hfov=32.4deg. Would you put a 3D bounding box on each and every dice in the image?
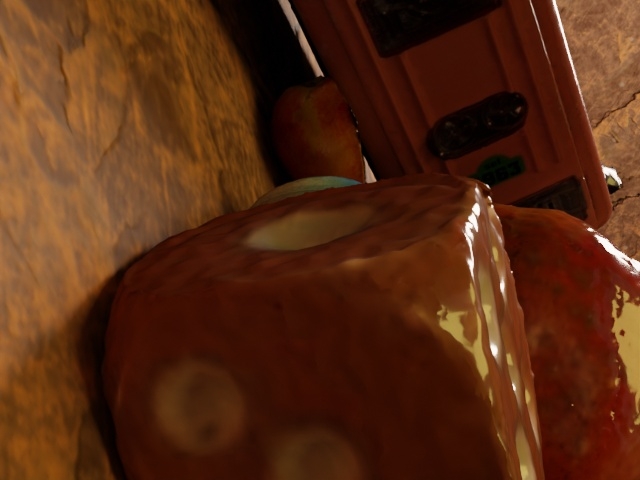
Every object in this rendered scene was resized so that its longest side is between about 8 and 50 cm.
[{"bbox_3d":[0.011,0.074,0.534,0.175,0.174,0.179,-61,139,-69],"label":"dice"}]

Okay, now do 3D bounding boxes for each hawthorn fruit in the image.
[{"bbox_3d":[0.138,0.136,0.785,0.276,0.276,0.307,56,41,-50],"label":"hawthorn fruit"}]

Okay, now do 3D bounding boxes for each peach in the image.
[{"bbox_3d":[-0.004,-0.071,0.798,0.098,0.061,0.098,162,-90,-82],"label":"peach"}]

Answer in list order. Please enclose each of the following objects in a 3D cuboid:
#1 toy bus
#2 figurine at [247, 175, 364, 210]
[{"bbox_3d":[0.101,-0.150,0.896,0.233,0.203,0.427,-106,169,-46],"label":"toy bus"},{"bbox_3d":[0.000,0.000,0.671,0.114,0.114,0.079,24,49,-70],"label":"figurine"}]
